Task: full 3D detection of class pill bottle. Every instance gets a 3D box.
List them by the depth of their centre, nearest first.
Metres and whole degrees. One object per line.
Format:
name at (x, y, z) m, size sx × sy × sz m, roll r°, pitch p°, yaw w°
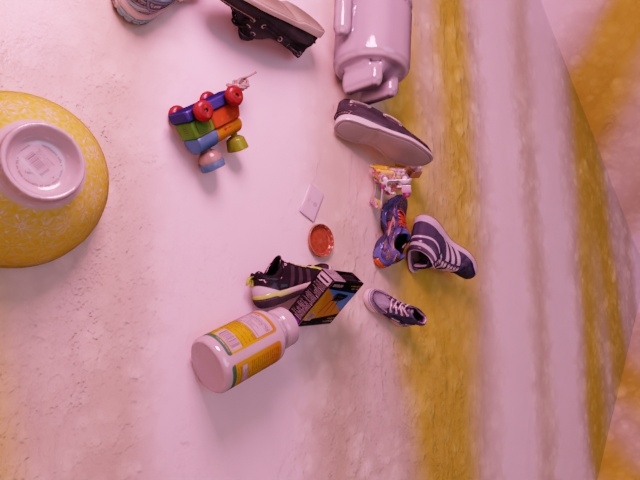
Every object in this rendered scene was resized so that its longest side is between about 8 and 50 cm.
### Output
pill bottle at (-0.146, 0.212, 1.102) m, size 0.209 × 0.118 × 0.117 m, roll -23°, pitch 100°, yaw -43°

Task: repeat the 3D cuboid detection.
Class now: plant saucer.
plant saucer at (0.000, 0.000, 1.346) m, size 0.084 × 0.013 × 0.083 m, roll 7°, pitch 79°, yaw -42°

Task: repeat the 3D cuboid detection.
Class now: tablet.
tablet at (-0.021, -0.094, 1.345) m, size 0.054 × 0.006 × 0.083 m, roll 39°, pitch 59°, yaw -34°

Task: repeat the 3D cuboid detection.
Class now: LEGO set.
LEGO set at (0.199, -0.150, 1.504) m, size 0.287 × 0.132 × 0.107 m, roll -38°, pitch 135°, yaw -69°

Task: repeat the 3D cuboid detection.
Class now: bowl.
bowl at (-0.448, -0.106, 0.833) m, size 0.290 × 0.156 × 0.289 m, roll 9°, pitch 77°, yaw -43°

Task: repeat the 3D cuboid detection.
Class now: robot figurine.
robot figurine at (0.138, -0.543, 1.430) m, size 0.300 × 0.200 × 0.353 m, roll 20°, pitch 70°, yaw -50°

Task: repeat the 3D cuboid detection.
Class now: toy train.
toy train at (-0.189, -0.252, 1.149) m, size 0.248 × 0.105 × 0.143 m, roll -40°, pitch 122°, yaw -40°

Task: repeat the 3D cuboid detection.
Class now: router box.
router box at (0.013, 0.130, 1.225) m, size 0.133 × 0.046 × 0.179 m, roll -51°, pitch 157°, yaw 12°

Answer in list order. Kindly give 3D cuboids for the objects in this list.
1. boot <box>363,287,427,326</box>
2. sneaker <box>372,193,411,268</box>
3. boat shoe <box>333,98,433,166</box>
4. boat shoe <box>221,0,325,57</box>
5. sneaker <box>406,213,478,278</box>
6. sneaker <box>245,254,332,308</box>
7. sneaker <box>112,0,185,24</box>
boot at (0.204, 0.178, 1.464) m, size 0.190 × 0.086 × 0.069 m, roll 33°, pitch 63°, yaw -36°
sneaker at (0.216, -0.027, 1.506) m, size 0.083 × 0.087 × 0.221 m, roll 29°, pitch 65°, yaw -39°
boat shoe at (0.177, -0.291, 1.460) m, size 0.303 × 0.114 × 0.091 m, roll 22°, pitch 58°, yaw -26°
boat shoe at (-0.138, -0.498, 1.223) m, size 0.340 × 0.113 × 0.127 m, roll -2°, pitch 50°, yaw -52°
sneaker at (0.358, 0.065, 1.619) m, size 0.282 × 0.099 × 0.153 m, roll 42°, pitch 52°, yaw -23°
sneaker at (-0.064, 0.074, 1.224) m, size 0.235 × 0.084 × 0.097 m, roll -22°, pitch 97°, yaw -44°
sneaker at (-0.281, -0.533, 1.080) m, size 0.110 × 0.122 × 0.283 m, roll 48°, pitch 54°, yaw -28°
